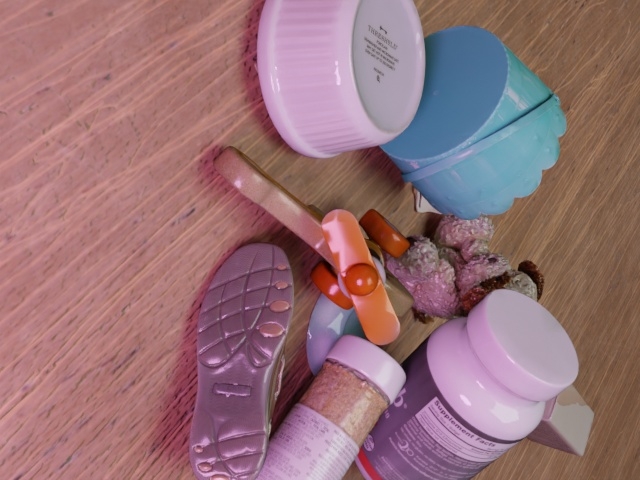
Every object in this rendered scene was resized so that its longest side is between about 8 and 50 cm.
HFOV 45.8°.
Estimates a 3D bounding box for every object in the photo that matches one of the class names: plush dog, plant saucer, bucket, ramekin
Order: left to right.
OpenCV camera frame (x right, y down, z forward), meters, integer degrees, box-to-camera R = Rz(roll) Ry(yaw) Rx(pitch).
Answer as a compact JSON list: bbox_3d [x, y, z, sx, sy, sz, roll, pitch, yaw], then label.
[{"bbox_3d":[0.042,-0.248,1.042,0.273,0.127,0.272,-11,103,-55],"label":"ramekin"},{"bbox_3d":[0.052,0.149,1.239,0.195,0.037,0.194,-14,108,-50],"label":"plant saucer"},{"bbox_3d":[0.227,-0.188,1.207,0.183,0.281,0.281,33,72,-44],"label":"bucket"},{"bbox_3d":[0.264,0.084,1.320,0.262,0.225,0.210,-22,120,-44],"label":"plush dog"}]

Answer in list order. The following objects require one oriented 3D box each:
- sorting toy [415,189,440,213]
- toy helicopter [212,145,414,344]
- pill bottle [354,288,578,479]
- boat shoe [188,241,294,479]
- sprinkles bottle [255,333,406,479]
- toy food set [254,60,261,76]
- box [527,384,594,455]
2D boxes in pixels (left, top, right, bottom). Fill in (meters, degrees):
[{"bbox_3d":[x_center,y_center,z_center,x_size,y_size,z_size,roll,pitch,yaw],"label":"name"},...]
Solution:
[{"bbox_3d":[0.202,-0.085,1.376,0.075,0.045,0.083,-24,128,-33],"label":"sorting toy"},{"bbox_3d":[0.000,0.000,1.013,0.355,0.235,0.140,38,100,-30],"label":"toy helicopter"},{"bbox_3d":[0.218,0.252,1.195,0.210,0.210,0.363,-18,152,-49],"label":"pill bottle"},{"bbox_3d":[-0.105,0.162,1.000,0.116,0.123,0.324,90,12,-74],"label":"boat shoe"},{"bbox_3d":[-0.017,0.307,1.089,0.355,0.121,0.121,-53,135,-21],"label":"sprinkles bottle"},{"bbox_3d":[-0.057,-0.251,1.027,0.122,0.019,0.078,-61,139,-34],"label":"toy food set"},{"bbox_3d":[0.548,0.411,1.841,0.311,0.148,0.121,44,63,-48],"label":"box"}]
